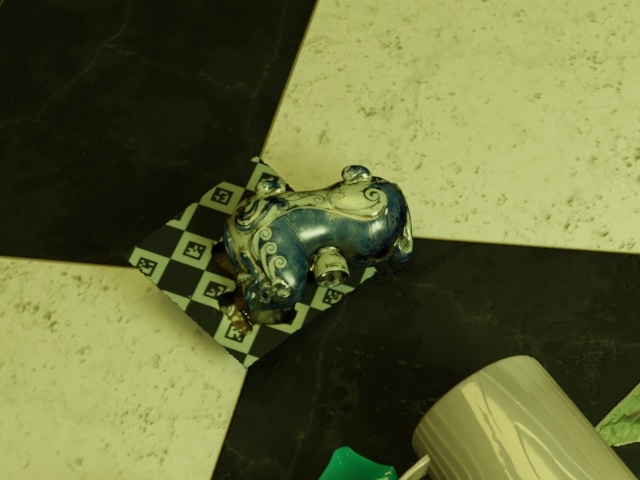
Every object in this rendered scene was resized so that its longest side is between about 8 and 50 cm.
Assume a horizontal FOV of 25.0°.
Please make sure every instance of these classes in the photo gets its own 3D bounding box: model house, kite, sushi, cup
[{"bbox_3d":[0.051,0.359,1.932,0.127,0.100,0.149,-17,52,3],"label":"model house"},{"bbox_3d":[0.517,0.229,1.954,0.323,0.013,0.268,-3,52,15],"label":"kite"},{"bbox_3d":[-0.110,0.043,2.244,0.294,0.059,0.292,-36,65,-27],"label":"sushi"},{"bbox_3d":[0.242,0.326,1.818,0.288,0.208,0.273,-39,61,7],"label":"cup"}]

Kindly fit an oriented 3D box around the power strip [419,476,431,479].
[{"bbox_3d":[0.183,0.340,1.949,0.111,0.038,0.029,-2,54,16],"label":"power strip"}]

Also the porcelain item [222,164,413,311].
[{"bbox_3d":[0.000,0.000,2.173,0.288,0.138,0.186,-8,66,-11],"label":"porcelain item"}]
